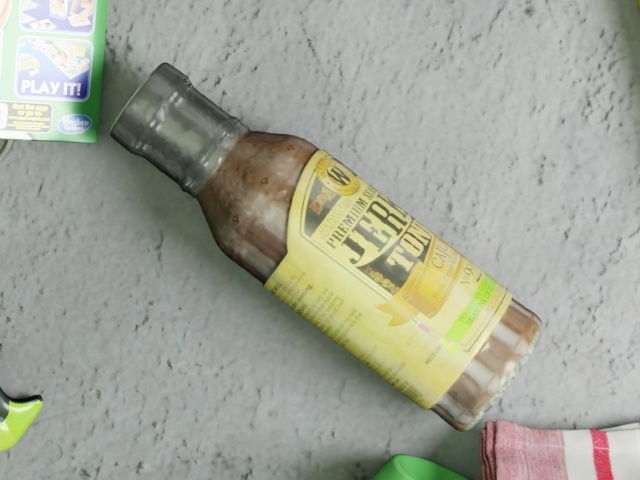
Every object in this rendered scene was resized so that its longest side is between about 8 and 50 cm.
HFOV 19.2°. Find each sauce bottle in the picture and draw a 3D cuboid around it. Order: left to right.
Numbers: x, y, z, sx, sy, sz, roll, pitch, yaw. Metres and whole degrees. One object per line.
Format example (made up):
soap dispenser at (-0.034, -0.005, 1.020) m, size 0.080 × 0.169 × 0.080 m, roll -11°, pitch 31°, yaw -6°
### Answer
sauce bottle at (0.000, 0.000, 1.390) m, size 0.344 × 0.111 × 0.111 m, roll 36°, pitch 98°, yaw -2°

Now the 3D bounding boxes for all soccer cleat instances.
soccer cleat at (-0.290, 0.086, 1.453) m, size 0.179 × 0.060 × 0.072 m, roll 45°, pitch 88°, yaw -8°

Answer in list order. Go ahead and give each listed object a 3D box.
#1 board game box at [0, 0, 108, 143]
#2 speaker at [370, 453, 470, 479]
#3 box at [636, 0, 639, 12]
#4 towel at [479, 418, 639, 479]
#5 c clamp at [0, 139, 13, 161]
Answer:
board game box at (-0.303, -0.183, 1.343) m, size 0.317 × 0.046 × 0.213 m, roll 1°, pitch 99°, yaw -30°
speaker at (0.035, 0.314, 1.417) m, size 0.131 × 0.131 × 0.296 m, roll 26°, pitch 97°, yaw 1°
box at (0.287, -0.130, 1.382) m, size 0.087 × 0.058 × 0.232 m, roll -14°, pitch 95°, yaw 5°
towel at (0.281, 0.186, 1.322) m, size 0.329 × 0.237 × 0.037 m, roll -2°, pitch 112°, yaw 0°
c clamp at (-0.320, -0.089, 1.448) m, size 0.161 × 0.022 × 0.137 m, roll -27°, pitch 94°, yaw 7°
